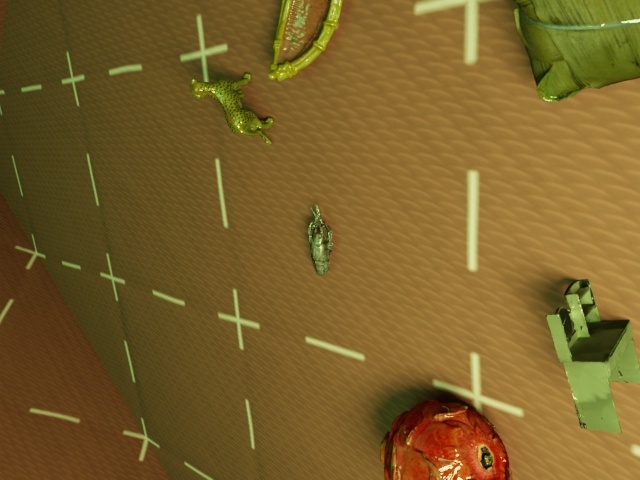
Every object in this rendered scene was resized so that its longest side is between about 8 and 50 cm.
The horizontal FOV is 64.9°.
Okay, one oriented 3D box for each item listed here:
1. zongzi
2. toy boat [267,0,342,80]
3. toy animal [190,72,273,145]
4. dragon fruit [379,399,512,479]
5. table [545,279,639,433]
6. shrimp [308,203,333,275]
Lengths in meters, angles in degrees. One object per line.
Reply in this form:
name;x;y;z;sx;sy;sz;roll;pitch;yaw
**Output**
zongzi;0.336;-0.323;0.506;0.323;0.360;0.159;-10;55;39
toy boat;-0.019;-0.448;0.928;0.141;0.099;0.317;36;123;23
toy animal;-0.189;-0.283;1.108;0.073;0.136;0.181;-33;83;43
dragon fruit;0.226;0.417;0.935;0.252;0.241;0.241;-46;73;26
table;0.403;0.159;0.732;0.063;0.146;0.175;-12;97;44
shrimp;0.000;0.000;1.098;0.057;0.065;0.164;3;104;8
